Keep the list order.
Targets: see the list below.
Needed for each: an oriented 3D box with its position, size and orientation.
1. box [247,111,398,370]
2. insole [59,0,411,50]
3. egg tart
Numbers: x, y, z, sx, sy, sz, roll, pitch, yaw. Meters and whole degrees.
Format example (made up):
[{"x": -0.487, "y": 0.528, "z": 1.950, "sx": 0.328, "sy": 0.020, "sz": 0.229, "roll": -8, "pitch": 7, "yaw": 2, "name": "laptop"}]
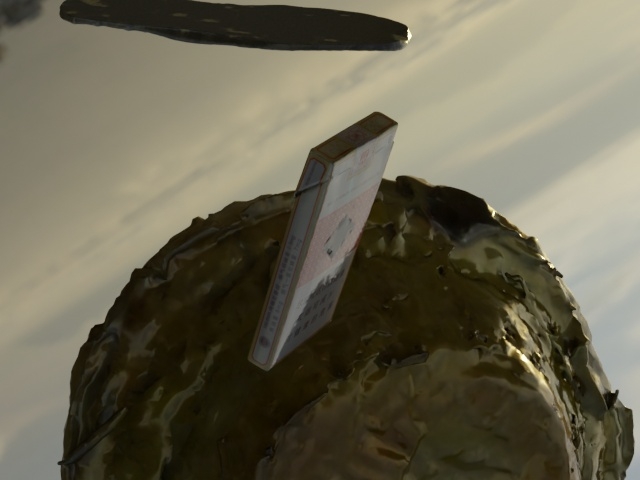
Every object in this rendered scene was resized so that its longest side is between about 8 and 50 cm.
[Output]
[{"x": 0.000, "y": 0.000, "z": 0.552, "sx": 0.046, "sy": 0.012, "sz": 0.083, "roll": -34, "pitch": 147, "yaw": -53, "name": "box"}, {"x": -0.061, "y": -0.150, "z": 1.152, "sx": 0.248, "sy": 0.011, "sz": 0.081, "roll": 7, "pitch": -152, "yaw": 9, "name": "insole"}, {"x": 0.025, "y": 0.112, "z": 0.765, "sx": 0.295, "sy": 0.294, "sz": 0.116, "roll": -34, "pitch": -162, "yaw": -12, "name": "egg tart"}]
